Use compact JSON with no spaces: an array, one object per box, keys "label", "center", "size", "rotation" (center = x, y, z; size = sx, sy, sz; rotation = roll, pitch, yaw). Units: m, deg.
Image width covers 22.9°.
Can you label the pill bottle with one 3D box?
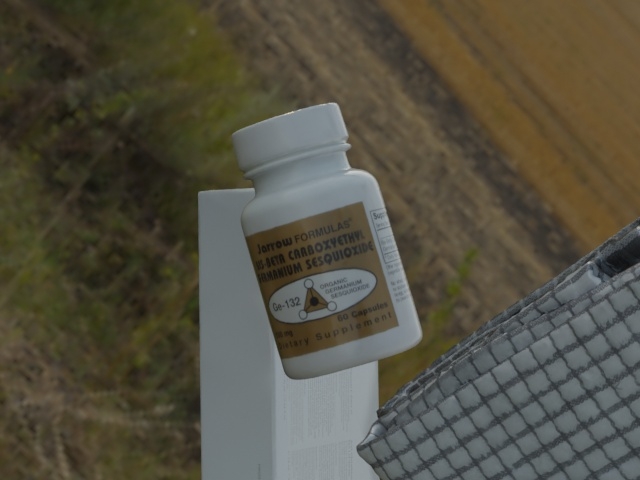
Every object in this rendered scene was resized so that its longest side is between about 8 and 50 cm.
[{"label":"pill bottle","center":[0.000,0.000,1.422],"size":[0.131,0.131,0.229],"rotation":[-15,88,-71]}]

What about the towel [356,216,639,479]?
[{"label":"towel","center":[0.203,0.141,1.117],"size":[0.235,0.283,0.121],"rotation":[50,29,-3]}]

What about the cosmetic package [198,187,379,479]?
[{"label":"cosmetic package","center":[-0.028,0.139,1.733],"size":[0.284,0.097,0.377],"rotation":[6,83,-64]}]
